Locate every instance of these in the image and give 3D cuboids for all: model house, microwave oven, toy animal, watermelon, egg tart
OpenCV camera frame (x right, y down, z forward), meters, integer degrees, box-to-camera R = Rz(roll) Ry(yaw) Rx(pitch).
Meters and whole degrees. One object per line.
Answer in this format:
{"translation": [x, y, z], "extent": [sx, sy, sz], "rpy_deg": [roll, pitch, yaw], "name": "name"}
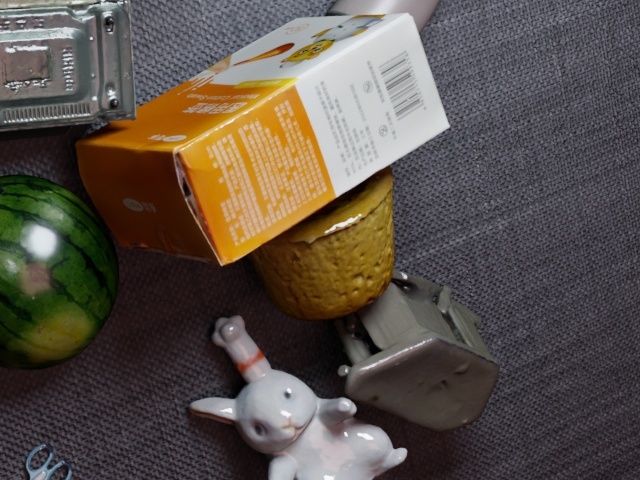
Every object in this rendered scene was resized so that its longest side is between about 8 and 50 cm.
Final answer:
{"translation": [0.111, 0.116, 1.869], "extent": [0.229, 0.188, 0.122], "rpy_deg": [22, 127, -41], "name": "model house"}
{"translation": [-0.305, -0.189, 1.600], "extent": [0.205, 0.129, 0.163], "rpy_deg": [-9, 102, -27], "name": "microwave oven"}
{"translation": [-0.036, 0.222, 1.819], "extent": [0.282, 0.138, 0.140], "rpy_deg": [44, 82, -26], "name": "toy animal"}
{"translation": [-0.311, 0.033, 1.639], "extent": [0.204, 0.127, 0.232], "rpy_deg": [-45, 115, -19], "name": "watermelon"}
{"translation": [0.000, 0.000, 1.772], "extent": [0.202, 0.202, 0.147], "rpy_deg": [-28, 120, -22], "name": "egg tart"}

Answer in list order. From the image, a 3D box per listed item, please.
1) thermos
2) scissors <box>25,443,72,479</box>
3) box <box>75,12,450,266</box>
{"translation": [0.085, -0.314, 1.817], "extent": [0.137, 0.105, 0.193], "rpy_deg": [34, 76, 2], "name": "thermos"}
{"translation": [-0.334, 0.288, 1.737], "extent": [0.058, 0.014, 0.119], "rpy_deg": [47, 73, -23], "name": "scissors"}
{"translation": [-0.064, -0.115, 1.672], "extent": [0.341, 0.225, 0.143], "rpy_deg": [-32, 112, -29], "name": "box"}
